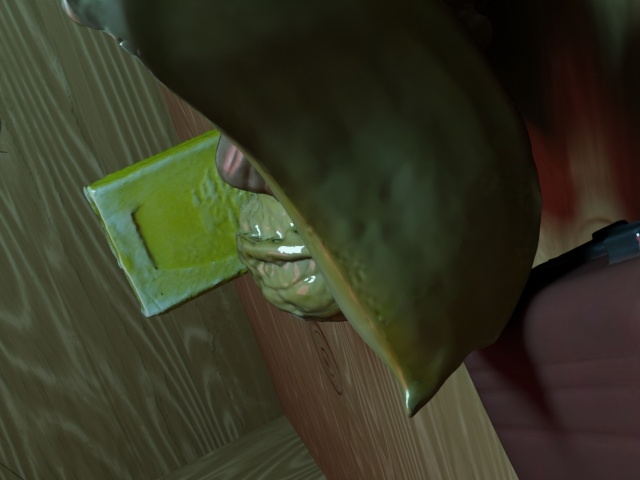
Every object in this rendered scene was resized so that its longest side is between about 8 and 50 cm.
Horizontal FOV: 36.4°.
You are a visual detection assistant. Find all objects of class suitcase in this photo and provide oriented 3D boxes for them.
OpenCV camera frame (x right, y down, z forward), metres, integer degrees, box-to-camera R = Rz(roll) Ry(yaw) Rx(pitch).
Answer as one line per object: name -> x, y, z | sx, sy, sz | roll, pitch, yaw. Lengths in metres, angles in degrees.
suitcase -> 0.211, 0.097, 0.516 | 0.236, 0.161, 0.297 | 64, 167, 4

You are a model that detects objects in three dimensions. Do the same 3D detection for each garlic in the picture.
garlic -> -0.006, -0.082, 0.500 | 0.338, 0.151, 0.196 | 51, -149, -23

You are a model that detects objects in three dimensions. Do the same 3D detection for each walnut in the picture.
walnut -> 0.000, 0.000, 1.152 | 0.245, 0.198, 0.198 | 7, 122, 63

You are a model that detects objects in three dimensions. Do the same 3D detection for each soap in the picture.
soap -> -0.128, -0.047, 1.285 | 0.199, 0.314, 0.091 | 68, 166, -9

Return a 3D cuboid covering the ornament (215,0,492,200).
ornament -> 0.032, -0.152, 0.679 | 0.221, 0.235, 0.218 | 46, 152, 35
